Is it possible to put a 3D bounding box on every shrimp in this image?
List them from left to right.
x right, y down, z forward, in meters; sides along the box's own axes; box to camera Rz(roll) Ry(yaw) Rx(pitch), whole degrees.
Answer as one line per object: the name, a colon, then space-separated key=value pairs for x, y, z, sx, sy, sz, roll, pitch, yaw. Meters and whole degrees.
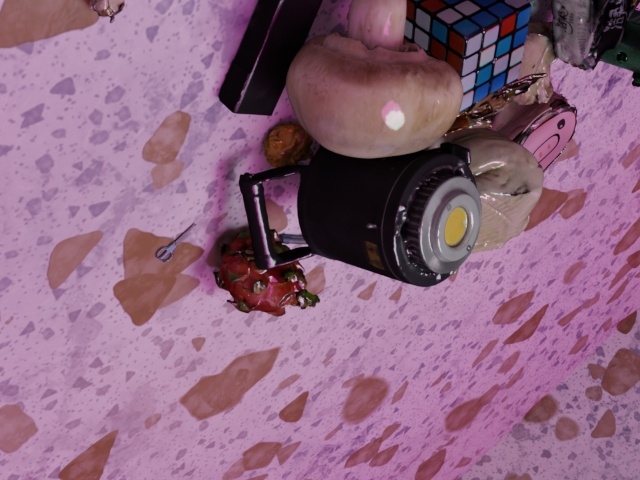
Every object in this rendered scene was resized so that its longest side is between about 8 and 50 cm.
shrimp: x=0.266 y=-0.211 z=1.610 sx=0.262 sy=0.117 sz=0.066 roll=-18 pitch=127 yaw=0

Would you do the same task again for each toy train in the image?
toy train: x=0.609 y=-0.374 z=1.849 sx=0.154 sy=0.269 sz=0.115 roll=-29 pitch=132 yaw=-33

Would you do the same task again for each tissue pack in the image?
tissue pack: x=0.529 y=-0.487 z=1.707 sx=0.332 sy=0.123 sz=0.245 roll=-53 pitch=150 yaw=-18

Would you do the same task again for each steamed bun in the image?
steamed bun: x=0.244 y=-0.095 z=1.784 sx=0.320 sy=0.206 sz=0.275 roll=-10 pitch=148 yaw=7

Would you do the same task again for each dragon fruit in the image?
dragon fruit: x=-0.088 y=0.064 z=1.668 sx=0.135 sy=0.137 sz=0.236 roll=-40 pitch=149 yaw=21

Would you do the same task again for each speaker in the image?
speaker: x=-0.069 y=-0.285 z=1.385 sx=0.082 sy=0.044 sz=0.218 roll=-4 pitch=129 yaw=-46

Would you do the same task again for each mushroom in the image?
mushroom: x=0.081 y=-0.242 z=1.375 sx=0.253 sy=0.260 sz=0.234 roll=8 pitch=111 yaw=-6

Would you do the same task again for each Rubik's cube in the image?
Rubik's cube: x=0.228 y=-0.329 z=1.569 sx=0.151 sy=0.154 sz=0.155 roll=-30 pitch=145 yaw=-24

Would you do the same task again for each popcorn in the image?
popcorn: x=-0.051 y=-0.148 z=1.546 sx=0.082 sy=0.057 sz=0.083 roll=-30 pitch=145 yaw=-19

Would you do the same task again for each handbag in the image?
handbag: x=0.420 y=-0.219 z=1.943 sx=0.205 sy=0.116 sz=0.179 roll=-40 pitch=146 yaw=-7

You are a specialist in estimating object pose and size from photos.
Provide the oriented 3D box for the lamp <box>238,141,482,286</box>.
lamp: x=0.101 y=-0.044 z=1.481 sx=0.374 sy=0.272 sz=0.205 roll=-19 pitch=116 yaw=-20

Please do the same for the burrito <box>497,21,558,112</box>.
burrito: x=0.328 y=-0.311 z=1.752 sx=0.347 sy=0.107 sz=0.175 roll=-22 pitch=120 yaw=-38

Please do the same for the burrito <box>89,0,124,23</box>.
burrito: x=-0.221 y=-0.347 z=1.150 sx=0.045 sy=0.041 sz=0.185 roll=18 pitch=114 yaw=-52

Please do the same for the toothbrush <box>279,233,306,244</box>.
toothbrush: x=0.000 y=0.000 z=1.805 sx=0.219 sy=0.019 sz=0.016 roll=2 pitch=123 yaw=-49

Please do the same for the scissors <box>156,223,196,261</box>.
scissors: x=-0.230 y=0.002 z=1.557 sx=0.083 sy=0.006 sz=0.036 roll=-45 pitch=146 yaw=0

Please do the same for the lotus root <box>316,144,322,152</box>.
lotus root: x=0.073 y=-0.175 z=1.644 sx=0.170 sy=0.074 sz=0.261 roll=-19 pitch=139 yaw=-42
